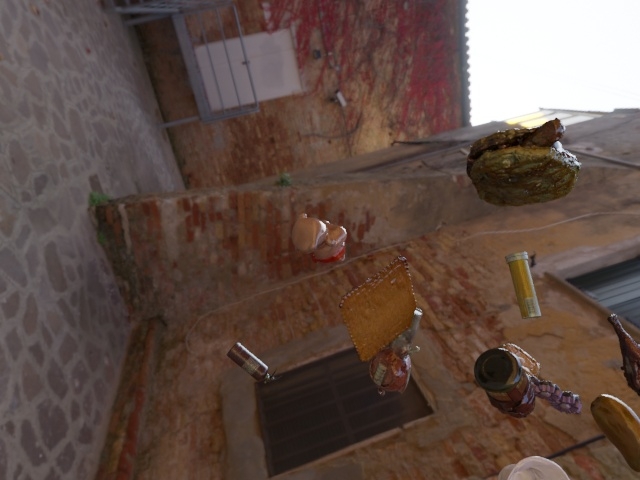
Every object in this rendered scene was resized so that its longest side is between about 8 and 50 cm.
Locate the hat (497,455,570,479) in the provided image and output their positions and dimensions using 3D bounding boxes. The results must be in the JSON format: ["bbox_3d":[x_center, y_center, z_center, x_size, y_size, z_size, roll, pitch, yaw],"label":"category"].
[{"bbox_3d":[0.526,0.642,1.151,0.126,0.203,0.203,119,-45,-77],"label":"hat"}]

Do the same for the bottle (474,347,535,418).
[{"bbox_3d":[0.557,0.432,1.353,0.271,0.143,0.156,48,45,-36],"label":"bottle"}]

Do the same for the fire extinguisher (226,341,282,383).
[{"bbox_3d":[-0.265,0.501,1.850,0.231,0.099,0.071,39,5,-2],"label":"fire extinguisher"}]

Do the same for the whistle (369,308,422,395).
[{"bbox_3d":[0.258,0.385,1.538,0.142,0.133,0.347,-128,-130,-59],"label":"whistle"}]

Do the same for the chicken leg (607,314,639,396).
[{"bbox_3d":[0.783,0.293,1.147,0.093,0.053,0.205,166,-85,-86],"label":"chicken leg"}]

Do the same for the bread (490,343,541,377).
[{"bbox_3d":[0.858,0.567,2.039,0.240,0.239,0.139,-113,-151,-46],"label":"bread"}]

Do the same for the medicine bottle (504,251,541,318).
[{"bbox_3d":[0.683,0.152,1.530,0.074,0.073,0.218,99,-15,-72],"label":"medicine bottle"}]

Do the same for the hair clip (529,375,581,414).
[{"bbox_3d":[0.841,0.549,1.620,0.106,0.292,0.085,-35,-149,52],"label":"hair clip"}]

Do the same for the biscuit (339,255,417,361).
[{"bbox_3d":[0.165,0.187,1.216,0.013,0.232,0.237,27,-36,53],"label":"biscuit"}]

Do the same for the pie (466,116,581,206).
[{"bbox_3d":[0.764,-0.252,1.731,0.418,0.394,0.181,39,50,-46],"label":"pie"}]

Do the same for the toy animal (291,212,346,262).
[{"bbox_3d":[0.000,0.000,1.587,0.197,0.171,0.171,26,35,-47],"label":"toy animal"}]

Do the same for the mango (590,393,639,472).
[{"bbox_3d":[0.920,0.581,1.381,0.136,0.099,0.228,104,-30,-56],"label":"mango"}]
